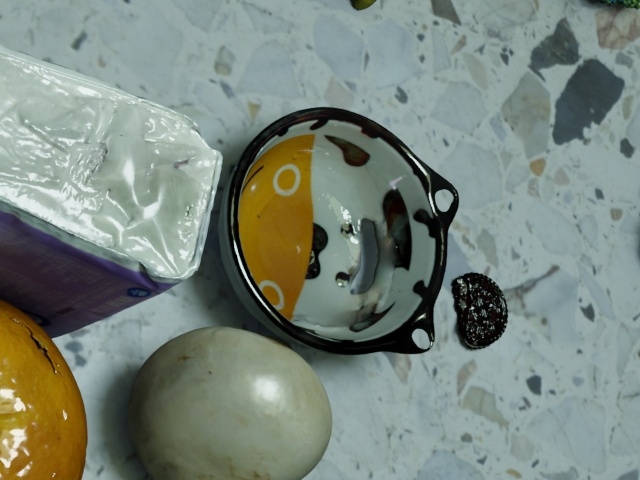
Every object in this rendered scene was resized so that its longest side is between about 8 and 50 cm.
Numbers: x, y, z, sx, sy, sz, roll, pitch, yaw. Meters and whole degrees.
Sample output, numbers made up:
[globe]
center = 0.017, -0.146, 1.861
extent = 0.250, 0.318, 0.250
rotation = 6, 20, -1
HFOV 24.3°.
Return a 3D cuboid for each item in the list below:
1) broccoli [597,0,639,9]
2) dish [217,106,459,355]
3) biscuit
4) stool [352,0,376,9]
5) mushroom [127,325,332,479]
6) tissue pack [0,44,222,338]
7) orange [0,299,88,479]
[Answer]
[broccoli]
center = 0.399, -0.390, 1.956
extent = 0.154, 0.160, 0.167
rotation = 3, 63, -58
[dish]
center = 0.000, 0.000, 1.640
extent = 0.303, 0.120, 0.303
rotation = 8, 74, -30
[biscuit]
center = 0.188, 0.084, 1.789
extent = 0.089, 0.027, 0.087
rotation = 48, 58, -13
[stool]
center = 0.042, -0.345, 1.755
extent = 0.134, 0.110, 0.135
rotation = -36, 99, -31
[mushroom]
center = -0.085, 0.163, 1.511
extent = 0.206, 0.206, 0.209
rotation = 34, 57, -20
[tissue pack]
center = -0.270, -0.035, 1.358
extent = 0.242, 0.338, 0.160
rotation = 25, 65, -25
[orange]
center = -0.349, 0.178, 1.324
extent = 0.284, 0.226, 0.284
rotation = 10, 68, -25
